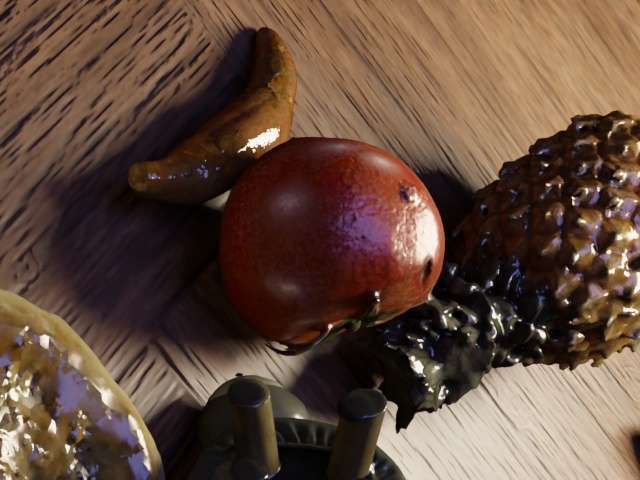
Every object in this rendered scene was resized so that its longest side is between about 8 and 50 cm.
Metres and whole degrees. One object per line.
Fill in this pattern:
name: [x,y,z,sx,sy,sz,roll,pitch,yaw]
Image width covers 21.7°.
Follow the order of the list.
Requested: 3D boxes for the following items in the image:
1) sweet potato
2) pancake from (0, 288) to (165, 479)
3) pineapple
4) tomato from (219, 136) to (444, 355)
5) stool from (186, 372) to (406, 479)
sweet potato: [-0.066,-0.084,1.277,0.078,0.058,0.255,37,41,-1]
pancake: [-0.219,0.175,0.992,0.356,0.065,0.356,27,51,-38]
pineapple: [0.181,0.038,1.383,0.362,0.202,0.202,-35,98,-37]
tomato: [0.000,0.000,1.231,0.167,0.167,0.167,21,58,-38]
stool: [-0.031,0.166,1.103,0.153,0.139,0.228,-24,46,-31]
